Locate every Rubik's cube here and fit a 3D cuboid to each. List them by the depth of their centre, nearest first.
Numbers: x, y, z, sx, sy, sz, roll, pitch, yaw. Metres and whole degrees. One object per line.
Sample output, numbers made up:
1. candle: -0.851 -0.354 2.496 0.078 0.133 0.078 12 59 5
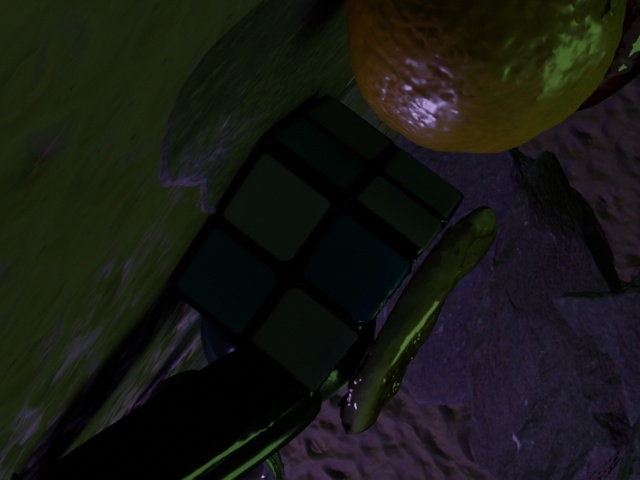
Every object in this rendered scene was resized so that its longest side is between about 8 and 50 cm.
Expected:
1. Rubik's cube: -0.001 0.000 1.216 0.183 0.167 0.180 -56 176 28

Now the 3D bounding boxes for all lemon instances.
1. lemon: 0.109 -0.153 0.931 0.188 0.188 0.257 -52 -179 -26

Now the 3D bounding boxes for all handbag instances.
1. handbag: -0.135 0.191 1.255 0.308 0.093 0.254 -33 -179 -22

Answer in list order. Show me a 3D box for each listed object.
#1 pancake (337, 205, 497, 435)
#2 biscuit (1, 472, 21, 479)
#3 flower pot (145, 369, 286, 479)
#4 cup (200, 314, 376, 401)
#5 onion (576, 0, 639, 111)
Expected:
1. pancake: 0.091 0.080 1.351 0.282 0.049 0.282 -56 171 -13
2. biscuit: -0.278 0.268 0.767 0.309 0.079 0.186 -54 179 -1
3. flower pot: -0.155 0.260 1.761 0.235 0.235 0.141 -55 -161 37
4. cup: -0.051 0.068 1.418 0.199 0.199 0.150 -53 160 -6
5. onion: 0.227 -0.277 1.282 0.314 0.232 0.314 -52 -156 34
